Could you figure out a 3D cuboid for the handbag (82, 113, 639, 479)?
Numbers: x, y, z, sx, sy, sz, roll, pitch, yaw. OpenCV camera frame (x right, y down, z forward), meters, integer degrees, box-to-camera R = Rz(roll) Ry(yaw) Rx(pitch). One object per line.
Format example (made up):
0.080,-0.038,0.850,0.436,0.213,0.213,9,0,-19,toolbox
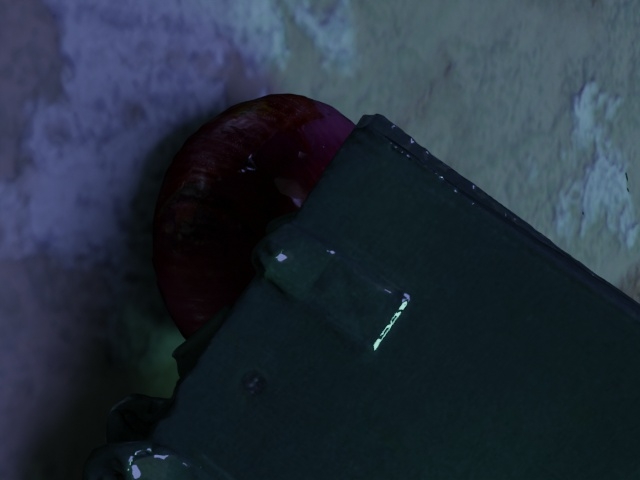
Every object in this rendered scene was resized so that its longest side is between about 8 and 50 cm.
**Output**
0.045,0.106,0.620,0.260,0.079,0.247,34,104,-7,handbag

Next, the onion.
0.000,0.000,0.684,0.150,0.140,0.150,-4,96,-44,onion
